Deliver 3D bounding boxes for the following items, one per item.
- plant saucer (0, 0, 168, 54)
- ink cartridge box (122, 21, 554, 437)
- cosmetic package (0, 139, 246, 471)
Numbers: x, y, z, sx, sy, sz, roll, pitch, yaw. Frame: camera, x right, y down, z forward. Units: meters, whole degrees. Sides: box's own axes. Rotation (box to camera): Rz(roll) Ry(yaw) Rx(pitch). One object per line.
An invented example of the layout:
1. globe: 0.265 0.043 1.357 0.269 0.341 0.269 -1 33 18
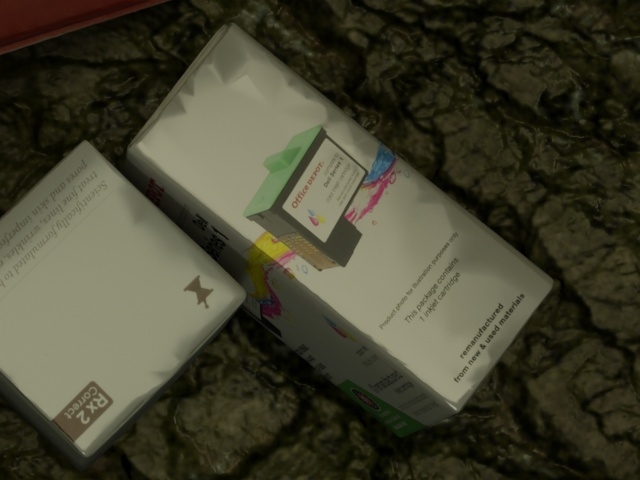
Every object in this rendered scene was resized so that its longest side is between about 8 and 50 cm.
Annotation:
1. plant saucer: -0.249 -0.242 1.391 0.259 0.047 0.258 54 33 4
2. ink cartridge box: 0.000 0.000 1.369 0.278 0.201 0.117 39 77 0
3. cosmetic package: -0.161 0.050 1.346 0.151 0.184 0.151 44 76 1
